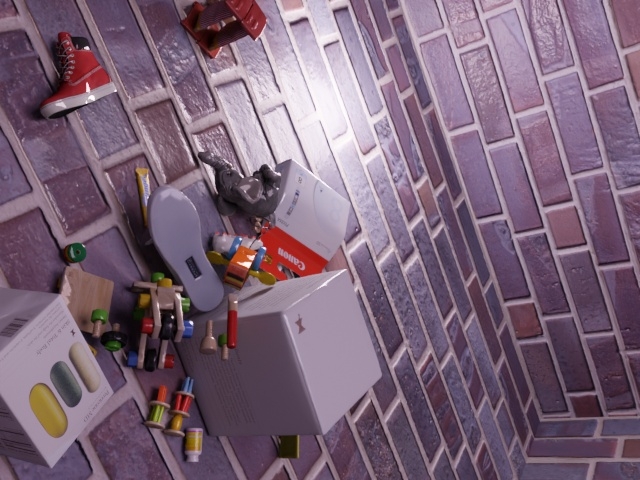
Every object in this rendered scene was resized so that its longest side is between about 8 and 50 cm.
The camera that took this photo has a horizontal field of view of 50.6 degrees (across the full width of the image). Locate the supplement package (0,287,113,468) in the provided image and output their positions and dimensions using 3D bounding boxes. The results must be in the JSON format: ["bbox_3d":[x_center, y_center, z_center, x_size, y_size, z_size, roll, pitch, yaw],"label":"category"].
[{"bbox_3d":[-0.573,0.255,1.289,0.199,0.198,0.263,-56,141,-46],"label":"supplement package"}]

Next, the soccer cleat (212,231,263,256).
[{"bbox_3d":[-0.249,0.019,2.011,0.196,0.068,0.076,7,89,-53],"label":"soccer cleat"}]

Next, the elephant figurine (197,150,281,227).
[{"bbox_3d":[-0.246,-0.151,2.013,0.239,0.186,0.169,-3,125,-45],"label":"elephant figurine"}]

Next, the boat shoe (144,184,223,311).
[{"bbox_3d":[-0.372,0.010,1.766,0.136,0.156,0.367,-36,125,-23],"label":"boat shoe"}]

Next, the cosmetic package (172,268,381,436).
[{"bbox_3d":[-0.114,0.302,1.815,0.329,0.393,0.327,-29,104,-54],"label":"cosmetic package"}]

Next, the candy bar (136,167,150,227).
[{"bbox_3d":[-0.459,-0.112,1.782,0.040,0.018,0.162,-3,81,-55],"label":"candy bar"}]

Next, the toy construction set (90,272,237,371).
[{"bbox_3d":[-0.347,0.163,1.621,0.257,0.308,0.237,85,3,-57],"label":"toy construction set"}]

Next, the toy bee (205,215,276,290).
[{"bbox_3d":[-0.207,0.072,1.900,0.298,0.195,0.162,-31,148,-57],"label":"toy bee"}]

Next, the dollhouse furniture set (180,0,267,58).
[{"bbox_3d":[-0.258,-0.758,2.114,0.152,0.201,0.374,49,44,-35],"label":"dollhouse furniture set"}]

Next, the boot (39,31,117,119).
[{"bbox_3d":[-0.608,-0.396,1.603,0.176,0.088,0.244,64,28,-19],"label":"boot"}]

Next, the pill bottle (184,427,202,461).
[{"bbox_3d":[-0.328,0.527,1.745,0.043,0.043,0.083,25,60,-50],"label":"pill bottle"}]

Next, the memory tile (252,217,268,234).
[{"bbox_3d":[-0.177,-0.085,2.185,0.113,0.012,0.148,23,61,-51],"label":"memory tile"}]

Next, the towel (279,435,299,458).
[{"bbox_3d":[-0.093,0.533,2.037,0.021,0.102,0.237,11,69,-29],"label":"towel"}]

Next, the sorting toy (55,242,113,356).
[{"bbox_3d":[-0.549,0.151,1.543,0.132,0.046,0.275,29,57,-48],"label":"sorting toy"}]

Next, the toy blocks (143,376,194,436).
[{"bbox_3d":[-0.375,0.406,1.707,0.123,0.054,0.148,41,48,-42],"label":"toy blocks"}]

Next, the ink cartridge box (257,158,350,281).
[{"bbox_3d":[-0.050,-0.031,2.236,0.308,0.091,0.385,35,51,-38],"label":"ink cartridge box"}]
